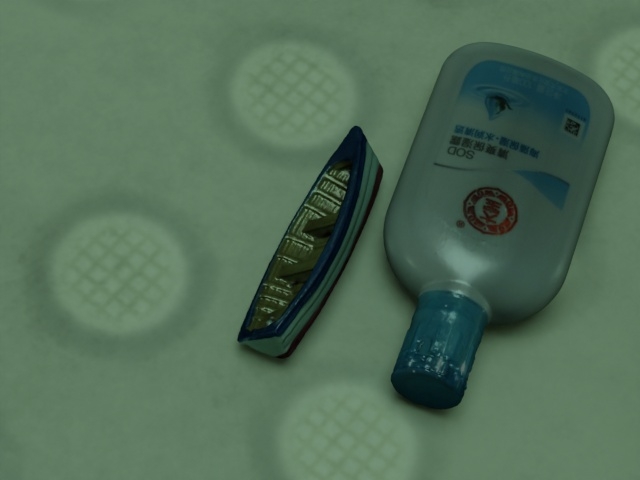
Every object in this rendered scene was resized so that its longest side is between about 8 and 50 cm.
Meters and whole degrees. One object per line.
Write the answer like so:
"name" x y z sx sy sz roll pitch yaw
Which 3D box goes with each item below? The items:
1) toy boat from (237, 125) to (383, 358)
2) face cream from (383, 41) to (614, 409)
"toy boat" 0.000 0.000 1.512 0.046 0.080 0.229 43 54 -24
"face cream" 0.137 -0.014 1.526 0.163 0.080 0.336 21 60 3
